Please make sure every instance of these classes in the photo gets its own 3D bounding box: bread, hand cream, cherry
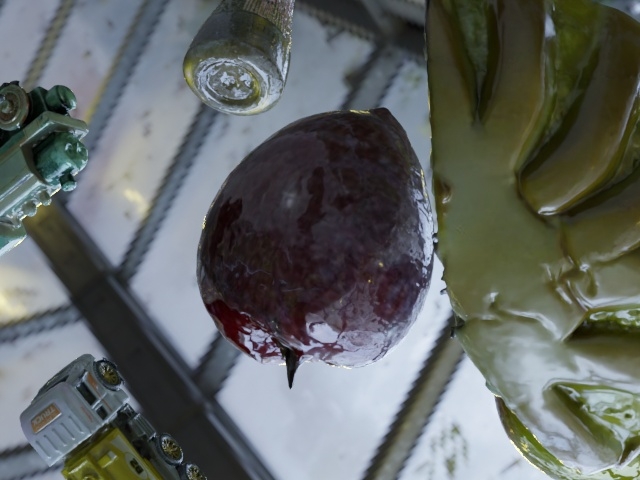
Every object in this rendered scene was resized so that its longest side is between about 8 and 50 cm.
[{"bbox_3d":[0.082,-0.001,0.486,0.094,0.157,0.083,-2,-159,8],"label":"bread"},{"bbox_3d":[-0.047,-0.196,1.379,0.084,0.084,0.203,-17,-141,35],"label":"hand cream"},{"bbox_3d":[0.000,0.000,1.577,0.230,0.203,0.300,-4,-121,54],"label":"cherry"}]

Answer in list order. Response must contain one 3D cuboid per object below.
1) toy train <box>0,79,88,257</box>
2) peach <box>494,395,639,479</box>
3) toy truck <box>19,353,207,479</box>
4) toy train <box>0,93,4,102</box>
[{"bbox_3d":[-0.304,-0.068,1.629,0.194,0.080,0.125,-35,-115,25],"label":"toy train"},{"bbox_3d":[0.267,0.115,1.485,0.231,0.231,0.231,-29,-154,16],"label":"peach"},{"bbox_3d":[-0.213,0.235,1.736,0.098,0.227,0.114,-37,-177,23],"label":"toy truck"},{"bbox_3d":[-0.202,-0.064,0.566,0.163,0.203,0.112,-3,158,-24],"label":"toy train"}]
